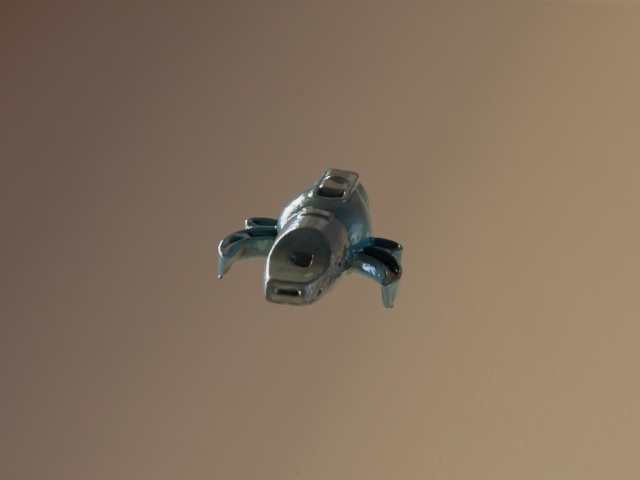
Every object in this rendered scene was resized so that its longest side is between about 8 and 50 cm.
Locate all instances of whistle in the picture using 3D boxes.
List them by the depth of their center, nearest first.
[{"bbox_3d":[0.000,0.000,1.389,0.186,0.093,0.274,10,-156,10],"label":"whistle"}]
